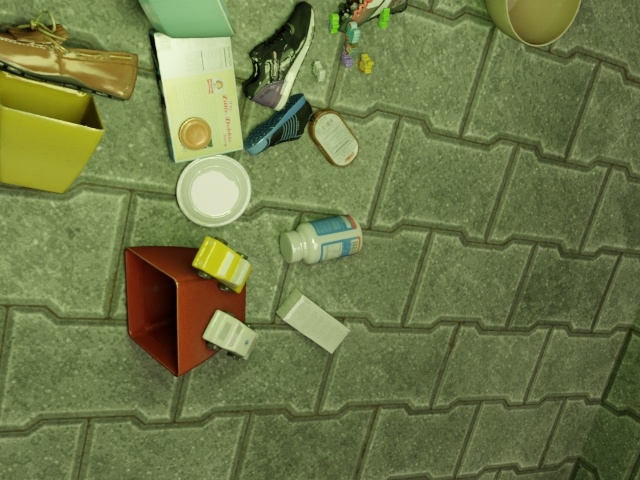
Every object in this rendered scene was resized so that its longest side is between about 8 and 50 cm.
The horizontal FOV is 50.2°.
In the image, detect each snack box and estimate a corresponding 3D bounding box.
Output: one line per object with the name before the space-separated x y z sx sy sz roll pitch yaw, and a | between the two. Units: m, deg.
snack box | -0.304 -0.367 1.702 0.187 0.060 0.322 -15 117 -22

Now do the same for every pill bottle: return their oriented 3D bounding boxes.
pill bottle | 0.000 0.000 1.988 0.221 0.124 0.124 -11 115 -25

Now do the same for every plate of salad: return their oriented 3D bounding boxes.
plate of salad | -0.284 -0.133 1.820 0.200 0.048 0.200 -6 109 -17

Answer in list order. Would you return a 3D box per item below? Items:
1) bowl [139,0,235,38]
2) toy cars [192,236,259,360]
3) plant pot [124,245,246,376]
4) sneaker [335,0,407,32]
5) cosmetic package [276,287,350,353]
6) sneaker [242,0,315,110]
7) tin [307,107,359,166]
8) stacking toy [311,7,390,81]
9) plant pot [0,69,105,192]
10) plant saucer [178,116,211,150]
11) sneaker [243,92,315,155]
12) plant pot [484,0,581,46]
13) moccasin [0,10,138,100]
bowl | -0.318 -0.570 1.495 0.163 0.311 0.311 -22 121 2
toy cars | -0.212 0.160 1.692 0.176 0.087 0.393 -34 131 -44
plant pot | -0.341 0.157 1.795 0.236 0.267 0.267 -13 117 -39
sneaker | 0.157 -0.637 1.826 0.276 0.097 0.135 -46 122 -7
cosmetic package | -0.020 0.250 2.118 0.099 0.060 0.239 -50 125 0
sneaker | -0.109 -0.482 1.742 0.124 0.107 0.283 16 102 -27
tin | 0.038 -0.290 1.944 0.106 0.040 0.189 -42 124 -3
stacking toy | 0.077 -0.519 1.801 0.167 0.052 0.221 -15 151 -23
plant pot | -0.621 -0.227 1.507 0.212 0.212 0.187 11 117 -33
plant saucer | -0.310 -0.264 1.697 0.083 0.013 0.083 -12 117 -24
sneaker | -0.101 -0.290 1.819 0.232 0.081 0.090 -47 125 -20
plant pot | 0.585 -0.717 1.978 0.284 0.191 0.284 -11 114 -25
moccasin | -0.582 -0.414 1.483 0.380 0.139 0.147 10 99 -29
